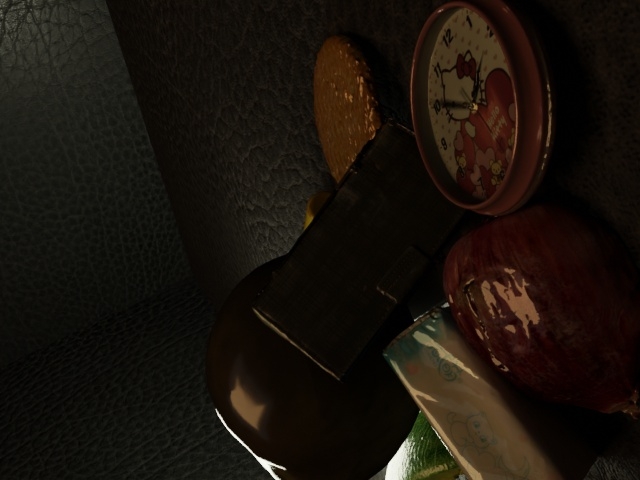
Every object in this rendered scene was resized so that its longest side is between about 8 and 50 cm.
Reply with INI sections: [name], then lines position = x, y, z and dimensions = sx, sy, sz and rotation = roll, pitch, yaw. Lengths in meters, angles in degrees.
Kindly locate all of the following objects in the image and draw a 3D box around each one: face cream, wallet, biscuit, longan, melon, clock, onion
[face cream]
position = 0.000, 0.000, 1.364
dimensions = 0.078, 0.078, 0.273
rotation = 56, 160, 21
[wallet]
position = 0.059, 0.011, 0.846
dimensions = 0.169, 0.317, 0.044
rotation = 36, -179, 15
[biscuit]
position = 0.044, -0.189, 1.006
dimensions = 0.254, 0.035, 0.253
rotation = 166, 90, -73
[longan]
position = -0.006, 0.206, 1.047
dimensions = 0.336, 0.404, 0.404
rotation = 0, 124, 24
[melon]
position = 0.222, 0.410, 1.268
dimensions = 0.124, 0.196, 0.323
rotation = 25, 146, 3
[clock]
position = 0.171, -0.146, 0.710
dimensions = 0.244, 0.056, 0.244
rotation = 168, 90, -74
[onion]
position = 0.254, 0.100, 0.730
dimensions = 0.283, 0.120, 0.227
rotation = 53, 148, 6

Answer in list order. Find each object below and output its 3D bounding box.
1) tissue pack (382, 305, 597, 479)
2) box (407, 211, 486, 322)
[tissue pack]
position = 0.227, 0.218, 0.870
dimensions = 0.124, 0.201, 0.271
rotation = -44, 67, 25
[box]
position = 0.148, 0.007, 1.022
dimensions = 0.204, 0.051, 0.365
rotation = 59, 161, 12
